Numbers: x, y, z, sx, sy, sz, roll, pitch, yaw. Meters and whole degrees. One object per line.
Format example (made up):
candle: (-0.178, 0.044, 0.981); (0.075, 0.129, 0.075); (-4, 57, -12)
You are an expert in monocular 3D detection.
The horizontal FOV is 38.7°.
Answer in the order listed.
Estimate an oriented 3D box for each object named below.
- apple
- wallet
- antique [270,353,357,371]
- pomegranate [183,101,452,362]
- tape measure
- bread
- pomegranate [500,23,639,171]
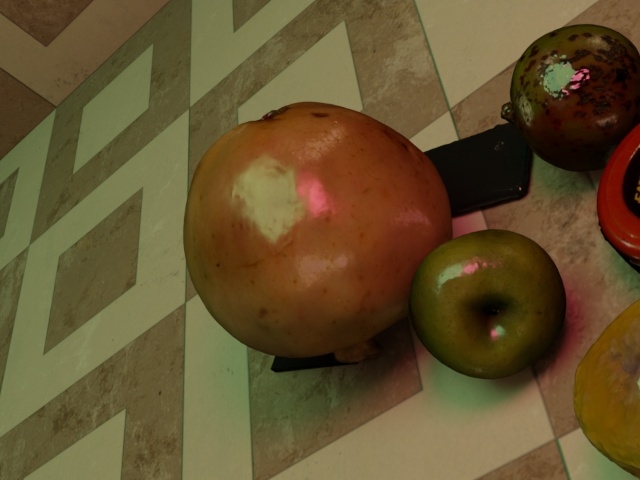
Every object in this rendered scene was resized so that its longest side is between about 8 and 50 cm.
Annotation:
apple: (0.210, 0.077, 1.159); (0.196, 0.196, 0.157); (-43, 12, 15)
wallet: (0.209, -0.098, 1.449); (0.285, 0.030, 0.146); (-17, 52, 40)
antique: (-0.010, 0.189, 1.464); (0.192, 0.015, 0.031); (-13, 50, 43)
pomegranate: (0.000, 0.000, 1.321); (0.411, 0.411, 0.412); (-30, 40, 30)
tape measure: (0.453, -0.063, 1.058); (0.260, 0.114, 0.253); (-4, 58, 52)
bread: (0.360, 0.155, 0.921); (0.197, 0.170, 0.197); (-29, 40, 28)
pomegranate: (0.373, -0.182, 1.216); (0.198, 0.245, 0.198); (-163, 90, -89)
